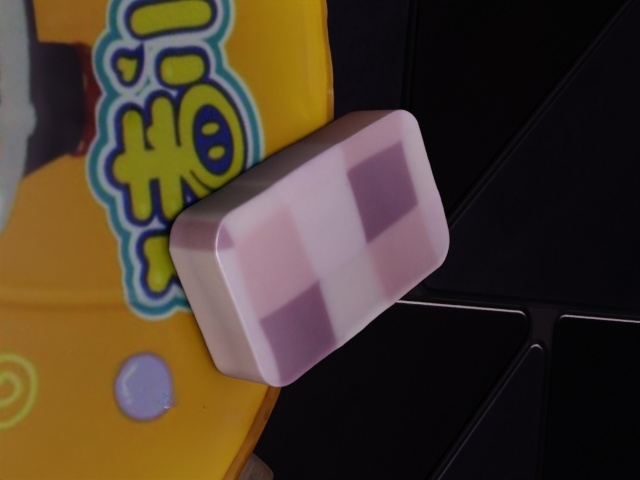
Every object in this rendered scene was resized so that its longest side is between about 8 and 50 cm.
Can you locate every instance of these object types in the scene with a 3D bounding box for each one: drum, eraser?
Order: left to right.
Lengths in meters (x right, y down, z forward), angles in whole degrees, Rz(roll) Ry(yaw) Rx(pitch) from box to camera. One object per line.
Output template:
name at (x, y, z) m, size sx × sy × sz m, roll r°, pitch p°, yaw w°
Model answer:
drum at (-0.208, -0.044, 0.372) m, size 0.431 × 0.214 × 0.431 m, roll -1°, pitch 92°, yaw -44°
eraser at (0.000, 0.000, 0.412) m, size 0.105 × 0.026 × 0.065 m, roll -36°, pitch 119°, yaw -38°

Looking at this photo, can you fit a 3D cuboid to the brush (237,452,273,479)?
brush at (-0.074, 0.198, 0.634) m, size 0.034 × 0.027 × 0.190 m, roll 52°, pitch 58°, yaw -34°
